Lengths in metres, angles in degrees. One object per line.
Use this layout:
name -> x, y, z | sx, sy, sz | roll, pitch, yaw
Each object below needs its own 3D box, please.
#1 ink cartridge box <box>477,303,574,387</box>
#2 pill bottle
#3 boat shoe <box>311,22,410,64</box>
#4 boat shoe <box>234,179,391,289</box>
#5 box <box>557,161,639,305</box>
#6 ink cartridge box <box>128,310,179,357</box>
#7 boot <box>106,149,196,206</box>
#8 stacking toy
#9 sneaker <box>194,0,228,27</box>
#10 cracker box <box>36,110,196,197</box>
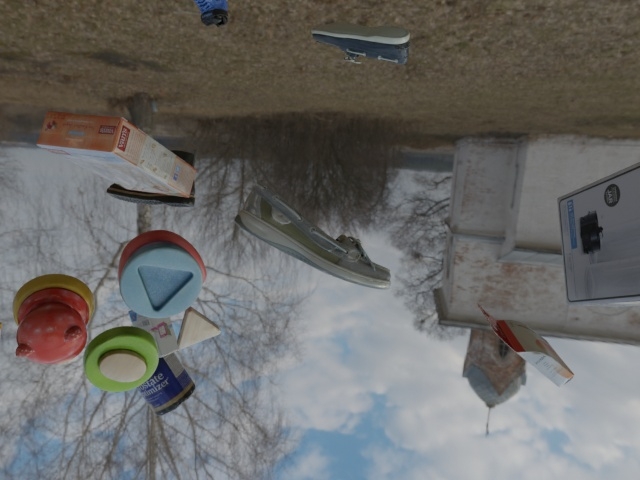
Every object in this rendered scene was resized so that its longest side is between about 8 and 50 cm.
ink cartridge box -> 0.416, 0.199, 0.954 | 0.179, 0.045, 0.145 | 41, -165, -7
pill bottle -> -0.430, 0.328, 1.201 | 0.123, 0.219, 0.123 | -30, -172, 5
boat shoe -> 0.094, -0.479, 1.127 | 0.255, 0.079, 0.095 | 13, -134, 19
boat shoe -> -0.001, 0.000, 0.880 | 0.321, 0.103, 0.118 | 27, 176, -1
box -> 0.413, -0.012, 0.544 | 0.087, 0.169, 0.290 | 2, 170, -8
ink cartridge box -> -0.387, 0.209, 1.075 | 0.089, 0.122, 0.052 | -19, 176, 39
boot -> -0.393, -0.155, 1.101 | 0.198, 0.136, 0.077 | 5, 174, -9
stacking toy -> -0.319, 0.152, 0.795 | 0.309, 0.279, 0.130 | -29, -148, -12
sneaker -> -0.256, -0.528, 1.031 | 0.058, 0.084, 0.152 | -6, -178, 20
cracker box -> -0.357, -0.150, 0.847 | 0.156, 0.067, 0.232 | 9, 171, 17
